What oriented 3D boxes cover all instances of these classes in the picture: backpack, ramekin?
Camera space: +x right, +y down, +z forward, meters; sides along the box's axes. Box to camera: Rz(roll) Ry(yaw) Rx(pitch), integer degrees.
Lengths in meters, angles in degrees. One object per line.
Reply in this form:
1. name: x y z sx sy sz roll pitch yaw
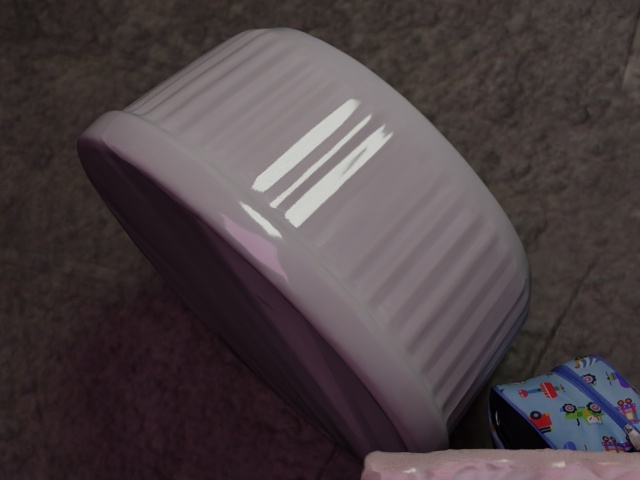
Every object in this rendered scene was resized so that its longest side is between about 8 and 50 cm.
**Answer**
1. backpack: 0.173 0.137 0.943 0.117 0.158 0.173 -35 58 -6
2. ramekin: 0.000 0.000 0.967 0.273 0.273 0.127 41 77 20

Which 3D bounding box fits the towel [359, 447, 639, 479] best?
1. towel: 0.183 0.240 0.839 0.317 0.332 0.053 0 35 14
